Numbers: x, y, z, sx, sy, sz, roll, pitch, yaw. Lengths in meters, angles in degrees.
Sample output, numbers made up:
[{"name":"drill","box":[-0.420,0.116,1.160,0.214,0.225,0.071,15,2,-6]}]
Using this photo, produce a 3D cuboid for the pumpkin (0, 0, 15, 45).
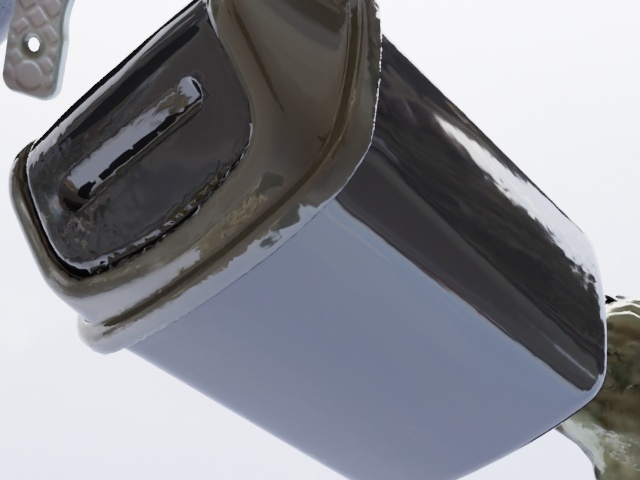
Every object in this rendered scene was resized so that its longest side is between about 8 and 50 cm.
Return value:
[{"name":"pumpkin","box":[-0.313,-0.223,0.996,0.202,0.202,0.140,-17,-148,-16]}]

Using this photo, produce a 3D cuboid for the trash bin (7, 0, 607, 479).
[{"name":"trash bin","box":[0.000,0.000,0.702,0.290,0.209,0.182,38,-145,-26]}]

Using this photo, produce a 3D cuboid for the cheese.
[{"name":"cheese","box":[-0.155,-0.210,0.796,0.127,0.255,0.050,16,-162,14]}]

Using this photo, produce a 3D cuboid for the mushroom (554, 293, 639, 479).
[{"name":"mushroom","box":[0.256,0.193,0.916,0.247,0.130,0.344,-20,-84,-54]}]
